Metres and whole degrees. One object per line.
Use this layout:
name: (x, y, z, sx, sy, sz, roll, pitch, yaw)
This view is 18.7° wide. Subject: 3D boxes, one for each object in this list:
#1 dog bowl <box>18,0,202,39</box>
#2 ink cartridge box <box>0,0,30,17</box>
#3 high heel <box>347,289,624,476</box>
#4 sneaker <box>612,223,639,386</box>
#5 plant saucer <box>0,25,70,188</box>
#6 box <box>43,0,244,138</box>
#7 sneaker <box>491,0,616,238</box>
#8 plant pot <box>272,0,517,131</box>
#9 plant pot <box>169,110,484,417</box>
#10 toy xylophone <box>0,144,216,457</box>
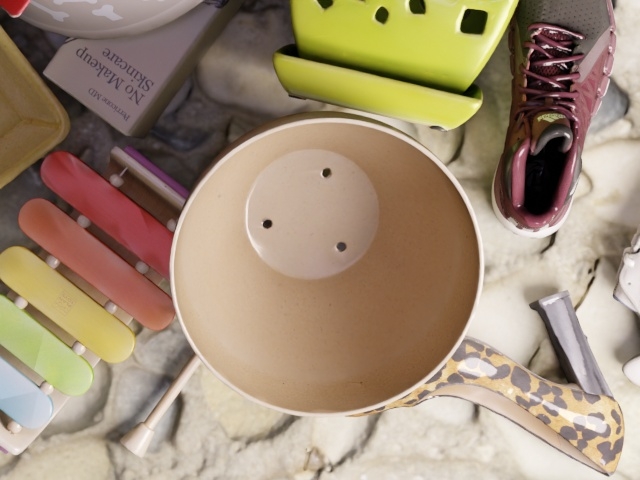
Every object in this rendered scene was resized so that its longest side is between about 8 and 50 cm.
dog bowl: (-0.213, -0.369, 1.821, 0.349, 0.102, 0.349, -4, 77, 20)
ink cartridge box: (-0.291, -0.300, 1.738, 0.231, 0.078, 0.134, 41, 96, 24)
high heel: (0.161, 0.178, 1.888, 0.261, 0.093, 0.186, -21, 85, -6)
sneaker: (0.347, 0.011, 1.873, 0.129, 0.111, 0.297, 0, 91, 8)
plant saucer: (-0.462, -0.141, 1.914, 0.333, 0.081, 0.333, -37, 90, 4)
box: (-0.142, -0.239, 1.888, 0.113, 0.094, 0.275, 35, 93, 2)
sneaker: (0.228, -0.138, 1.840, 0.106, 0.162, 0.281, 6, 93, 2)
plant pot: (0.072, -0.223, 1.820, 0.227, 0.228, 0.207, 13, 99, 1)
plant pot: (0.000, 0.000, 1.829, 0.284, 0.191, 0.284, -1, 107, -4)
toy xylophone: (-0.219, 0.072, 1.911, 0.236, 0.081, 0.323, 31, 94, 1)
